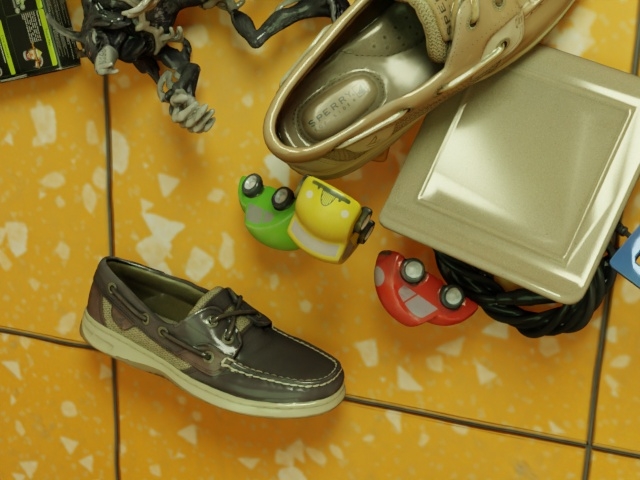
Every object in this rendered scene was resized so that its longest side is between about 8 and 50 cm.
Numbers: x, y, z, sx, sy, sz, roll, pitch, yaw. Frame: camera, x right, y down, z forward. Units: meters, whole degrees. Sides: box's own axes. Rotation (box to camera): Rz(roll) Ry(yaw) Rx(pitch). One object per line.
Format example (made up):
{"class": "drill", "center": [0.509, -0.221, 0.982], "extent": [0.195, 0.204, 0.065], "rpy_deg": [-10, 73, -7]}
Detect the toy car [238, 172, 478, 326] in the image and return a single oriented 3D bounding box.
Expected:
{"class": "toy car", "center": [0.000, 0.000, 0.965], "extent": [0.225, 0.239, 0.053], "rpy_deg": [24, 80, 44]}

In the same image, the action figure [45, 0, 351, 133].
{"class": "action figure", "center": [-0.122, -0.191, 0.954], "extent": [0.275, 0.141, 0.164], "rpy_deg": [-15, 132, 21]}

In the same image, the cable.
{"class": "cable", "center": [0.169, -0.002, 0.962], "extent": [0.184, 0.047, 0.151], "rpy_deg": [34, 123, 11]}

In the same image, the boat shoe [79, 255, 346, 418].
{"class": "boat shoe", "center": [-0.107, 0.089, 1.066], "extent": [0.285, 0.103, 0.092], "rpy_deg": [18, 117, 22]}

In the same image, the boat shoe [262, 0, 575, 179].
{"class": "boat shoe", "center": [0.096, -0.173, 0.852], "extent": [0.341, 0.110, 0.122], "rpy_deg": [-44, 85, 6]}

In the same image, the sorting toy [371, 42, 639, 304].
{"class": "sorting toy", "center": [0.165, -0.064, 0.900], "extent": [0.347, 0.047, 0.196], "rpy_deg": [24, 84, 22]}

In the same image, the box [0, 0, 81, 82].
{"class": "box", "center": [-0.342, -0.247, 1.085], "extent": [0.184, 0.045, 0.191], "rpy_deg": [-9, 102, 21]}
